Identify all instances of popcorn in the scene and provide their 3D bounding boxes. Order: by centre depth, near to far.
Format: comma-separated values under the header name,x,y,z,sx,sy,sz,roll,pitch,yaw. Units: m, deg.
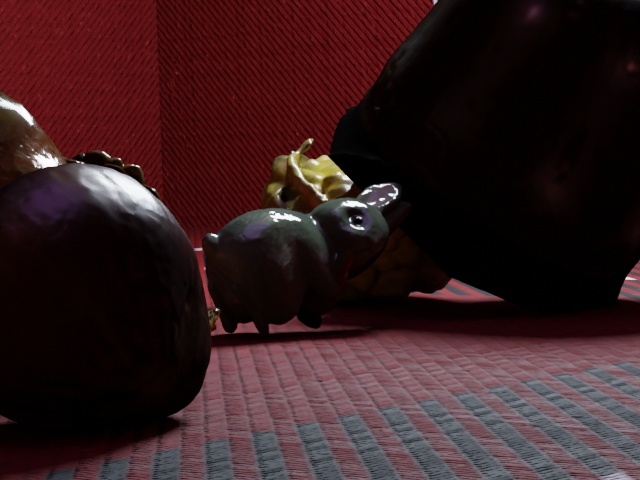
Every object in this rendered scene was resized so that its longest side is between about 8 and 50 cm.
name,x,y,z,sx,sy,sz,roll,pitch,yaw
popcorn,0.057,-0.021,2.204,0.250,0.190,0.250,11,4,-1

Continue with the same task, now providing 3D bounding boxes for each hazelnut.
name,x,y,z,sx,sy,sz,roll,pitch,yaw
hazelnut,-0.153,0.045,1.252,0.178,0.178,0.204,-1,-28,23

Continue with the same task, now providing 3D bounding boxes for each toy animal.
name,x,y,z,sx,sy,sz,roll,pitch,yaw
toy animal,0.000,0.003,1.855,0.236,0.138,0.108,-33,17,-16

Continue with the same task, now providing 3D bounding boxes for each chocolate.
name,x,y,z,sx,sy,sz,roll,pitch,yaw
chocolate,0.251,-0.157,2.023,0.383,0.331,0.384,22,30,-14

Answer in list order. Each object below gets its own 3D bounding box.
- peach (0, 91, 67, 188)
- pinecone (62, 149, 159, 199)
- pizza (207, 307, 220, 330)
name,x,y,z,sx,sy,sz,roll,pitch,yaw
peach,-0.261,0.002,1.464,0.214,0.236,0.214,-3,12,1
pinecone,-0.285,-0.002,2.172,0.168,0.186,0.212,15,27,26
pizza,-0.159,0.082,1.686,0.184,0.036,0.176,3,7,30
